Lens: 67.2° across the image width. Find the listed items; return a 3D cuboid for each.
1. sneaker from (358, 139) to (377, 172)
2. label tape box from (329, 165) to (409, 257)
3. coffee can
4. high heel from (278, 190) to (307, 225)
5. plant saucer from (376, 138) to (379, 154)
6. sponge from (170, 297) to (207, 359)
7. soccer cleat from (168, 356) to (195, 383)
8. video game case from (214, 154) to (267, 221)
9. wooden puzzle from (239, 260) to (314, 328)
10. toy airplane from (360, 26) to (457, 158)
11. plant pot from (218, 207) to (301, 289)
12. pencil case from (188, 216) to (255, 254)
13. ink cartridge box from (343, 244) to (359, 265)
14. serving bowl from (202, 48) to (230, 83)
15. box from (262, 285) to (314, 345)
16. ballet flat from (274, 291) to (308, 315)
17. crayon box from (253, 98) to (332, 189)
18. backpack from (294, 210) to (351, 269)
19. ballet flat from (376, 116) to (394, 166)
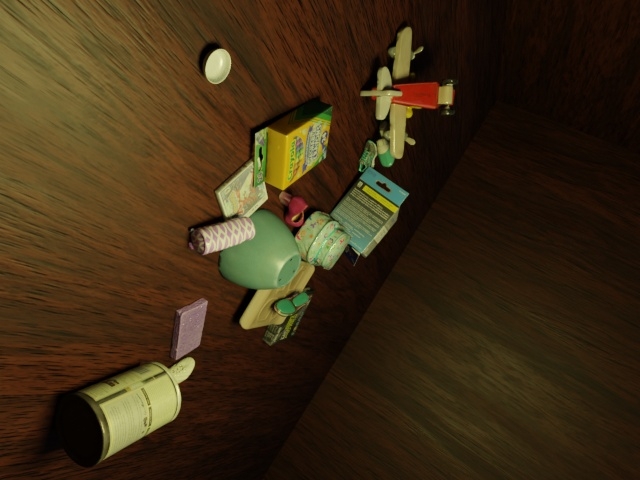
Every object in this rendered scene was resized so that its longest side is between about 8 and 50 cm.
[{"bbox_3d":[0.208,-0.369,2.153,0.076,0.065,0.166,-39,148,-30],"label":"sneaker"},{"bbox_3d":[0.211,-0.127,2.163,0.333,0.241,0.106,-51,156,1],"label":"label tape box"},{"bbox_3d":[-0.575,0.491,1.394,0.275,0.202,0.201,-12,128,-61],"label":"coffee can"},{"bbox_3d":[-0.075,-0.099,1.819,0.082,0.117,0.244,-51,156,-19],"label":"high heel"},{"bbox_3d":[0.335,-0.487,2.303,0.195,0.037,0.195,-44,153,-30],"label":"plant saucer"},{"bbox_3d":[-0.450,0.302,1.646,0.117,0.031,0.210,-28,142,-52],"label":"sponge"},{"bbox_3d":[-0.518,0.470,1.670,0.196,0.068,0.076,-39,147,-35],"label":"soccer cleat"},{"bbox_3d":[-0.246,-0.145,1.534,0.183,0.023,0.201,-48,155,-26],"label":"video game case"},{"bbox_3d":[-0.185,0.209,2.003,0.322,0.080,0.348,-59,159,4],"label":"wooden puzzle"},{"bbox_3d":[0.323,-0.583,1.936,0.386,0.272,0.384,-48,118,-5],"label":"toy airplane"},{"bbox_3d":[-0.184,0.060,1.689,0.290,0.195,0.290,-46,154,-30],"label":"plant pot"},{"bbox_3d":[-0.299,-0.015,1.476,0.206,0.086,0.088,-18,171,-43],"label":"pencil case"},{"bbox_3d":[0.192,-0.077,2.341,0.069,0.176,0.370,16,106,-21],"label":"ink cartridge box"},{"bbox_3d":[-0.256,-0.425,1.165,0.083,0.027,0.083,-45,153,-31],"label":"serving bowl"},{"bbox_3d":[-0.150,0.352,2.291,0.216,0.060,0.270,-3,121,-64],"label":"box"},{"bbox_3d":[-0.133,0.276,2.016,0.079,0.077,0.221,-39,170,32],"label":"ballet flat"},{"bbox_3d":[-0.084,-0.305,1.564,0.323,0.083,0.203,-44,153,-42],"label":"crayon box"},{"bbox_3d":[0.000,0.000,2.012,0.225,0.191,0.253,-56,156,2],"label":"backpack"},{"bbox_3d":[0.281,-0.439,2.114,0.087,0.083,0.247,33,54,-41],"label":"ballet flat"}]
